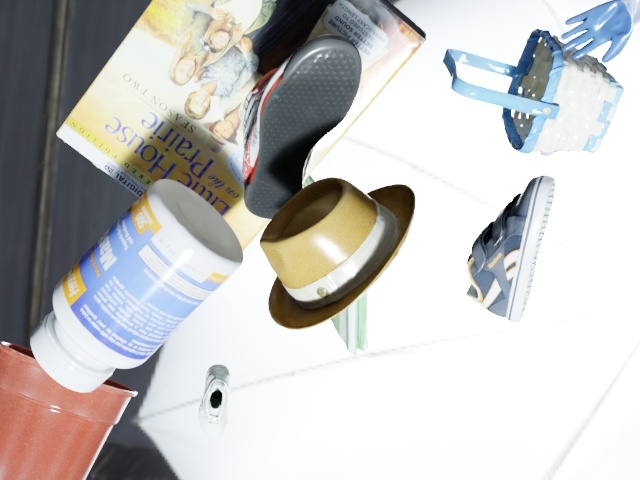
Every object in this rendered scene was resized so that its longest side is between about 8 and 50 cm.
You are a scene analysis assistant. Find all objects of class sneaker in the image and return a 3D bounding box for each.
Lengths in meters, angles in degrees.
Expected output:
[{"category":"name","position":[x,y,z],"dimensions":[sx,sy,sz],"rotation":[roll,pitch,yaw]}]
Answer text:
[{"category":"sneaker","position":[0.338,0.012,1.747],"dimensions":[0.127,0.321,0.126],"rotation":[19,-141,17]},{"category":"sneaker","position":[-0.032,-0.158,1.052],"dimensions":[0.090,0.145,0.270],"rotation":[7,142,-15]},{"category":"sneaker","position":[-0.186,0.292,1.666],"dimensions":[0.053,0.152,0.061],"rotation":[4,-152,-4]}]

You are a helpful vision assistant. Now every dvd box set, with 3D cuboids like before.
[{"category":"dvd box set","position":[-0.111,-0.208,1.272],"dimensions":[0.307,0.420,0.062],"rotation":[39,-159,-11]}]

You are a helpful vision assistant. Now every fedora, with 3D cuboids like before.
[{"category":"fedora","position":[0.002,-0.003,0.939],"dimensions":[0.079,0.194,0.194],"rotation":[44,165,-23]}]

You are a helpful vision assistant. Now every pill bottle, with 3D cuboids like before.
[{"category":"pill bottle","position":[-0.239,0.065,1.214],"dimensions":[0.152,0.272,0.152],"rotation":[43,-166,-14]}]

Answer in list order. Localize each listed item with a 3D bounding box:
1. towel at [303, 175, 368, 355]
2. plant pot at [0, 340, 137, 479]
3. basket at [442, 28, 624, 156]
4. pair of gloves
[{"category":"towel","position":[0.000,0.000,1.585],"dimensions":[0.038,0.248,0.325],"rotation":[-17,-135,-16]},{"category":"plant pot","position":[-0.509,0.353,1.741],"dimensions":[0.272,0.265,0.272],"rotation":[20,171,3]},{"category":"basket","position":[0.360,-0.263,1.677],"dimensions":[0.289,0.201,0.255],"rotation":[18,-155,-4]},{"category":"pair of gloves","position":[0.417,-0.370,1.448],"dimensions":[0.159,0.198,0.023],"rotation":[-23,-174,37]}]
